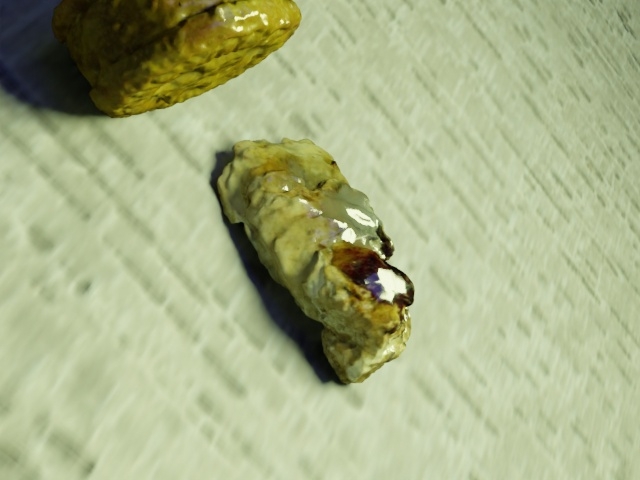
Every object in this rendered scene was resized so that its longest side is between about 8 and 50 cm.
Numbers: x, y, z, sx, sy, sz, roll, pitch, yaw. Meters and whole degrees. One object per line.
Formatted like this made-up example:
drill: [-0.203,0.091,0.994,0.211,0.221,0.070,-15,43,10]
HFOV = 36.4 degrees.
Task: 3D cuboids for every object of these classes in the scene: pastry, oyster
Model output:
pastry: [-0.111,-0.171,0.766,0.189,0.189,0.103,-28,92,-49]
oyster: [0.013,0.006,0.857,0.161,0.107,0.232,-9,73,-39]
